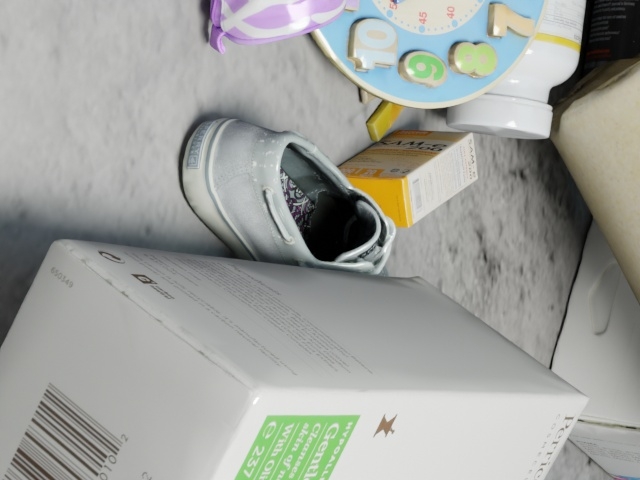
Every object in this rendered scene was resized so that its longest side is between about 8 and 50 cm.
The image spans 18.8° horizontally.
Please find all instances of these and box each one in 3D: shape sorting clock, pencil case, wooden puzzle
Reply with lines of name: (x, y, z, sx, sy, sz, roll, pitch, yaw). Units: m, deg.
shape sorting clock: (0.070, -0.190, 1.267, 0.206, 0.040, 0.206, -1, 93, -27)
pencil case: (-0.043, -0.215, 1.107, 0.088, 0.086, 0.206, -23, 117, -16)
wooden puzzle: (0.045, -0.133, 1.320, 0.078, 0.014, 0.116, -44, 130, -46)

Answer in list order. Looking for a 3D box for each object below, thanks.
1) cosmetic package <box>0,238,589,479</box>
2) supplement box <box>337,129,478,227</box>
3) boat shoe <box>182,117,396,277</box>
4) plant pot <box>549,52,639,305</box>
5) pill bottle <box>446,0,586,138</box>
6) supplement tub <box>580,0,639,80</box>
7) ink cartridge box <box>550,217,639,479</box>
cosmetic package: (-0.025, 0.124, 1.073, 0.365, 0.155, 0.197, 6, 114, -56)
supplement box: (0.056, -0.043, 1.307, 0.098, 0.062, 0.036, -34, 122, -51)
boat shoe: (0.000, -0.001, 1.207, 0.227, 0.081, 0.079, 45, 58, -51)
plant pot: (0.337, -0.029, 1.412, 0.305, 0.334, 0.334, 55, 42, -5)
pill bottle: (0.136, -0.168, 1.375, 0.103, 0.103, 0.184, 10, 87, -58)
supplement tub: (0.272, -0.185, 1.586, 0.106, 0.106, 0.197, 15, 82, -57)
ink cartridge box: (0.331, 0.110, 1.704, 0.306, 0.131, 0.226, 41, 61, -54)
